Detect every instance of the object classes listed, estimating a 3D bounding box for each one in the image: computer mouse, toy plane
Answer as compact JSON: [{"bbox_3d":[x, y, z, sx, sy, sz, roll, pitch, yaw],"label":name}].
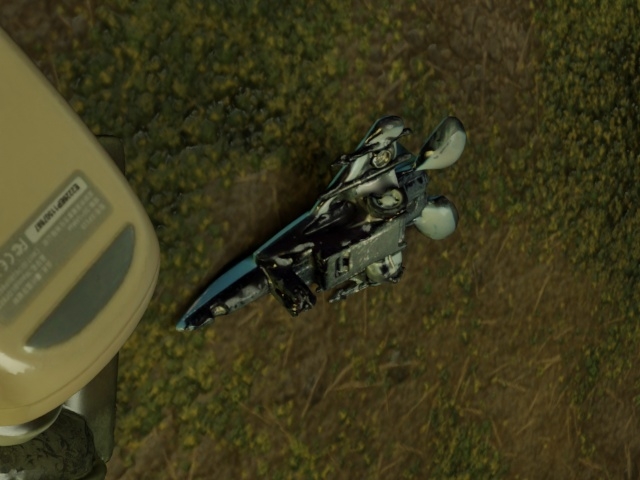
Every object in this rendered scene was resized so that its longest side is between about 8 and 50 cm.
[{"bbox_3d":[-0.170,-0.029,0.503,0.236,0.082,0.145,49,47,-19],"label":"computer mouse"},{"bbox_3d":[0.005,0.004,0.859,0.246,0.078,0.169,-37,147,-31],"label":"toy plane"}]

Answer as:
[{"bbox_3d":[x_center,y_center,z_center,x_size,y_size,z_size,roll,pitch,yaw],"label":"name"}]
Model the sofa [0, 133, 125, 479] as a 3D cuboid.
[{"bbox_3d":[-0.215,0.026,0.584,0.258,0.182,0.200,0,94,-43],"label":"sofa"}]
